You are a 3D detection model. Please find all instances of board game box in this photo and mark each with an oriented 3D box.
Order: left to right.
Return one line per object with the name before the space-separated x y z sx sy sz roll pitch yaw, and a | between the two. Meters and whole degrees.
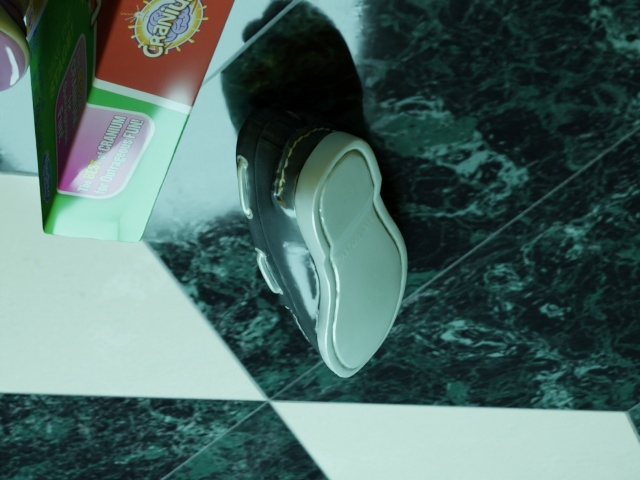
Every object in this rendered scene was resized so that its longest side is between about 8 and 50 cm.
board game box | -0.110 -0.191 1.151 0.064 0.242 0.316 5 139 -20

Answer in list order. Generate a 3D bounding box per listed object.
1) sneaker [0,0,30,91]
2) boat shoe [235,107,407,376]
sneaker | -0.288 -0.160 1.273 0.236 0.104 0.095 3 147 18
boat shoe | 0.000 0.000 1.554 0.114 0.091 0.302 -48 152 -27
